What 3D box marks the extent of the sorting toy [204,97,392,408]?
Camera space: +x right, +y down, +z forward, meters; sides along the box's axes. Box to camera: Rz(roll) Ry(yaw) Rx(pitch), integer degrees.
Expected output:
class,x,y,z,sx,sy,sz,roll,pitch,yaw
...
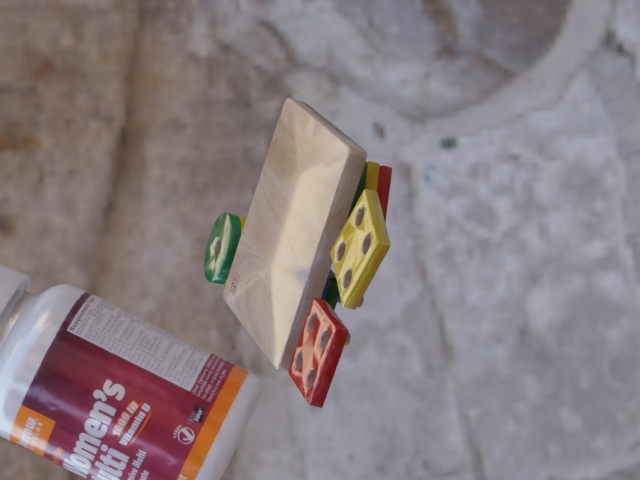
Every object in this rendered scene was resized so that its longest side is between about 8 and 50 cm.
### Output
class,x,y,z,sx,sy,sz,roll,pitch,yaw
sorting toy,0.000,0.000,1.128,0.274,0.046,0.132,-135,61,-67

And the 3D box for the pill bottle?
class,x,y,z,sx,sy,sz,roll,pitch,yaw
pill bottle,-0.162,0.105,1.395,0.121,0.221,0.121,-64,0,-1
